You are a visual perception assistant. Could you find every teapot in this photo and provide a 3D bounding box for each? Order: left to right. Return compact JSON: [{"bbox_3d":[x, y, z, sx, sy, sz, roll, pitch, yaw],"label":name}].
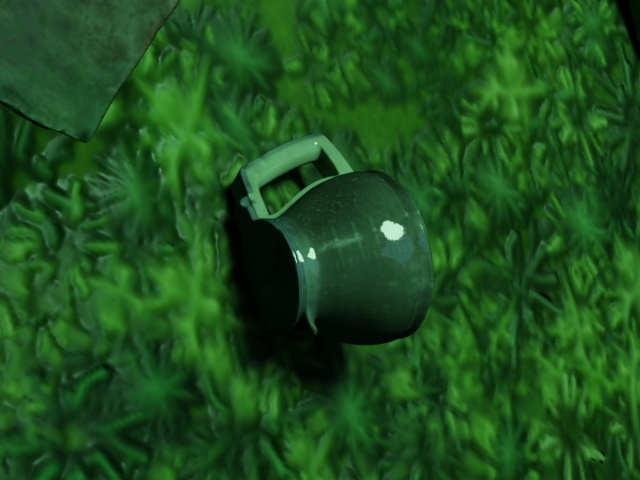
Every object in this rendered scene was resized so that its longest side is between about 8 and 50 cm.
[{"bbox_3d":[0.000,0.000,0.587,0.057,0.066,0.088,-11,64,-30],"label":"teapot"}]

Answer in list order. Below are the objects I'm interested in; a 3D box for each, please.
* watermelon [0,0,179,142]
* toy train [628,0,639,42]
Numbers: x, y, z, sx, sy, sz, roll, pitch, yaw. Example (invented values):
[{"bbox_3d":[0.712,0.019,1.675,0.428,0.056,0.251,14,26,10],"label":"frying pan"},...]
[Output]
[{"bbox_3d":[-0.072,-0.255,0.477,0.319,0.292,0.222,44,27,-2],"label":"watermelon"},{"bbox_3d":[0.266,-0.252,0.850,0.429,0.178,0.249,-29,110,-45],"label":"toy train"}]
